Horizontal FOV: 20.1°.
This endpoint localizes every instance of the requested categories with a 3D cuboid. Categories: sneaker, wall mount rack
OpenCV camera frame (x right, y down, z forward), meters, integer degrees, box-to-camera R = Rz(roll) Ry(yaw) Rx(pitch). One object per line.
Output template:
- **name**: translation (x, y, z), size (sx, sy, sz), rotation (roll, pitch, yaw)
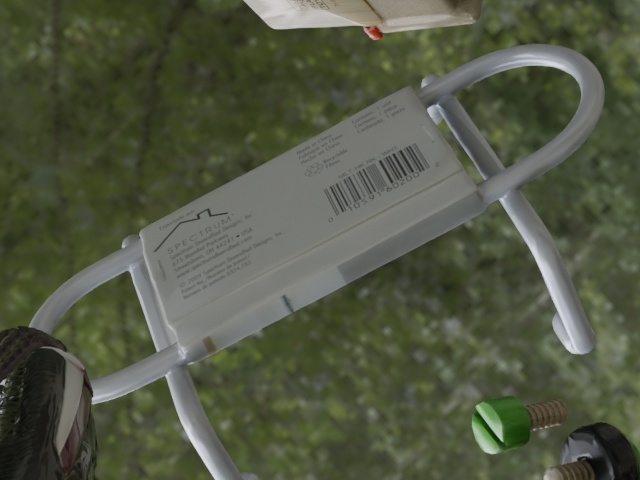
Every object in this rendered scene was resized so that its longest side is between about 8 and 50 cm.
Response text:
- **sneaker**: translation (-0.079, 0.115, 0.610), size (0.162, 0.106, 0.281), rotation (45, 172, -12)
- **wall mount rack**: translation (0.000, 0.000, 1.041), size (0.130, 0.350, 0.304), rotation (62, -179, -36)

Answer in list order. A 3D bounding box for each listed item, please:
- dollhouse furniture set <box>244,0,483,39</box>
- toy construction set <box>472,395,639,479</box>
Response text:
- **dollhouse furniture set**: translation (0.038, -0.259, 1.076), size (0.135, 0.259, 0.262), rotation (2, 161, 26)
- **toy construction set**: translation (0.114, 0.280, 1.056), size (0.237, 0.309, 0.257), rotation (-8, -166, -30)
